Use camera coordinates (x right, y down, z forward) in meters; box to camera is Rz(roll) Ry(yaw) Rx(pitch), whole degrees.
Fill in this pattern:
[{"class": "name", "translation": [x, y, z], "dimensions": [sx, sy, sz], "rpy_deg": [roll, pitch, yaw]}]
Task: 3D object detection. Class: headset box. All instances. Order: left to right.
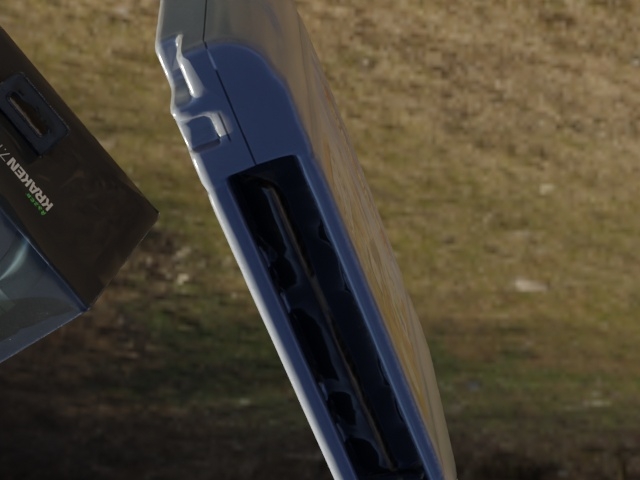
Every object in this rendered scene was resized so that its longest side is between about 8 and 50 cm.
[{"class": "headset box", "translation": [-0.293, -0.026, 1.046], "dimensions": [0.283, 0.131, 0.246], "rpy_deg": [-31, 107, 32]}]

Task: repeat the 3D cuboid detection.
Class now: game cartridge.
[{"class": "game cartridge", "translation": [0.000, 0.000, 0.722], "dimensions": [0.062, 0.198, 0.297], "rpy_deg": [-17, 118, 10]}]
